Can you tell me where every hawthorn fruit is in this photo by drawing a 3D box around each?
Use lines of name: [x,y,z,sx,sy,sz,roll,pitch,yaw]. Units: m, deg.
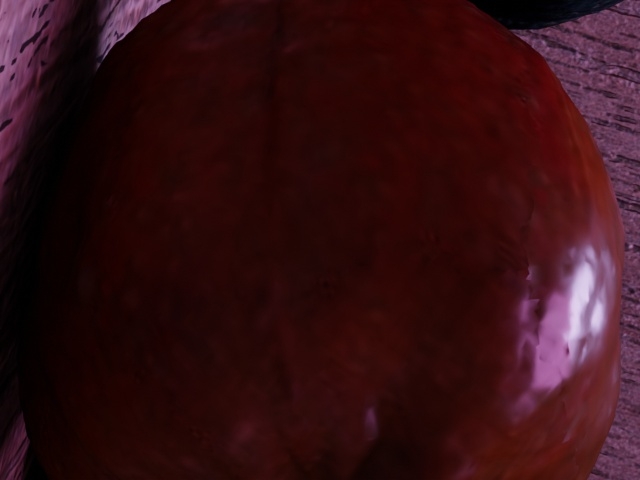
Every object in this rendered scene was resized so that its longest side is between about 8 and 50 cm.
hawthorn fruit: [-0.003,0.020,0.782,0.258,0.258,0.261,103,-35,-71]

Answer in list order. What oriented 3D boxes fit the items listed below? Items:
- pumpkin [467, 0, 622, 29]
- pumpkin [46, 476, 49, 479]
pumpkin: [0.091,-0.262,1.089,0.238,0.315,0.315,-35,155,-31]
pumpkin: [-0.047,0.082,1.040,0.332,0.199,0.332,-159,-90,-86]
